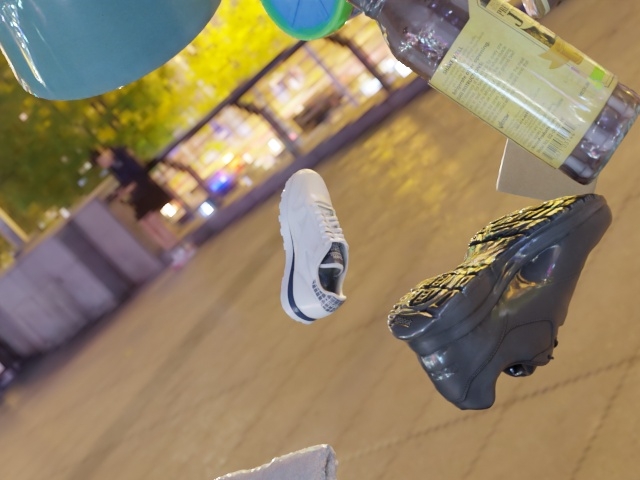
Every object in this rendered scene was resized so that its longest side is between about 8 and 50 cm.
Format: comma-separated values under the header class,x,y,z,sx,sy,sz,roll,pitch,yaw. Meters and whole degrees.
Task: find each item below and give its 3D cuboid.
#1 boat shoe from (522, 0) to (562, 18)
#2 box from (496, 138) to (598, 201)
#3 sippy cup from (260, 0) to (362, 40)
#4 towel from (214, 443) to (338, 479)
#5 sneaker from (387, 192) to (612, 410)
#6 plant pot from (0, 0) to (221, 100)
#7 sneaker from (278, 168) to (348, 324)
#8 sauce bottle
class,x,y,z,sx,sy,sz,roll,pitch,yaw
boat shoe,0.287,-0.317,1.690,0.049,0.056,0.152,-23,17,7
box,0.393,-0.156,2.195,0.021,0.164,0.201,-69,-11,-56
sippy cup,0.035,-0.488,2.295,0.224,0.305,0.240,-25,-41,-38
towel,-0.065,0.361,1.393,0.187,0.049,0.282,-24,42,35
sneaker,0.185,0.054,1.236,0.286,0.130,0.109,-36,12,-31
plant pot,-0.288,-0.348,1.531,0.293,0.235,0.293,-15,44,15
sneaker,0.000,0.000,1.874,0.095,0.090,0.235,-31,56,47
sauce bottle,0.147,-0.190,1.278,0.111,0.344,0.111,-55,-1,-1
